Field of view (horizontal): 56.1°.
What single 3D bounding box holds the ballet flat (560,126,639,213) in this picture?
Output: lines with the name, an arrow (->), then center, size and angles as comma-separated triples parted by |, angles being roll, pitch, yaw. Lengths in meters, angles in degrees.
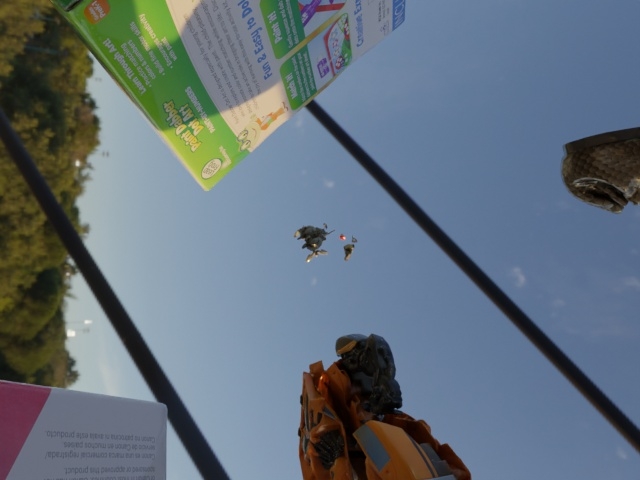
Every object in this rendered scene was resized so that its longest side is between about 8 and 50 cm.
ballet flat -> 0.294, -0.059, 0.400 | 0.084, 0.249, 0.058 | 0, 83, -72

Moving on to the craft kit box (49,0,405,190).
craft kit box -> -0.040, -0.174, 0.435 | 0.061, 0.246, 0.250 | 43, -8, 16

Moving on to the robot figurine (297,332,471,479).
robot figurine -> 0.051, 0.211, 0.513 | 0.291, 0.085, 0.211 | -133, -138, -58

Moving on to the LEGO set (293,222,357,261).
LEGO set -> 0.002, -0.002, 0.719 | 0.023, 0.083, 0.054 | 61, 31, -53

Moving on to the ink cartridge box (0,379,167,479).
ink cartridge box -> -0.169, 0.210, 0.252 | 0.117, 0.207, 0.283 | -14, -114, 18
